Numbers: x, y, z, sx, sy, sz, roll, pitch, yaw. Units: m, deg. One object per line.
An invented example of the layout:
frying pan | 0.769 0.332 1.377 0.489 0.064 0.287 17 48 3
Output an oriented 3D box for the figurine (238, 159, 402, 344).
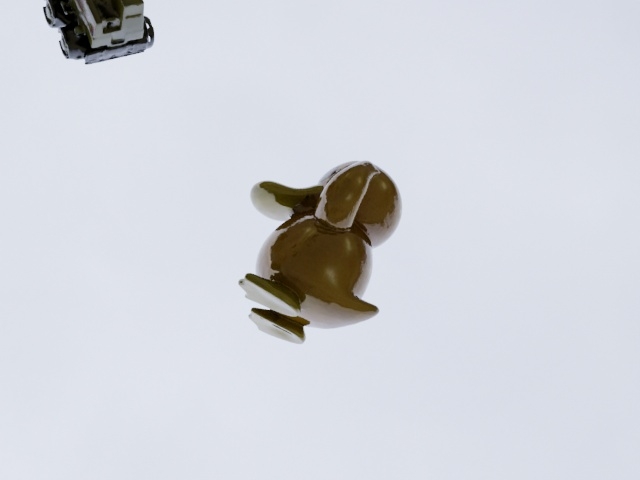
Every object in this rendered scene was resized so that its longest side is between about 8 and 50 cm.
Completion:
figurine | 0.003 0.008 1.202 0.215 0.215 0.228 7 -116 -7

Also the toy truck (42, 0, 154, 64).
toy truck | -0.328 -0.376 1.309 0.127 0.127 0.257 -18 -113 -26
